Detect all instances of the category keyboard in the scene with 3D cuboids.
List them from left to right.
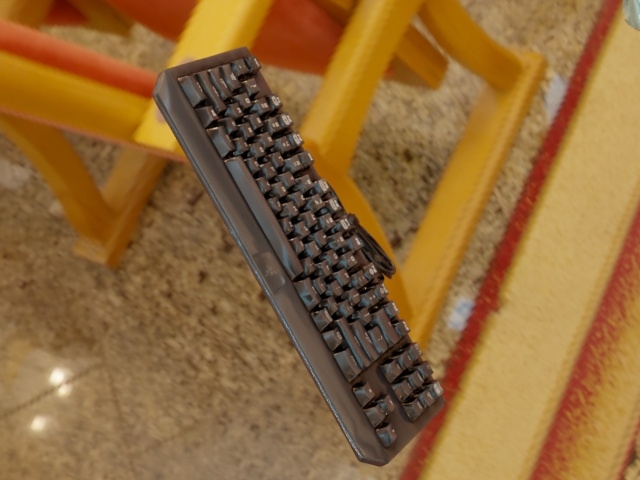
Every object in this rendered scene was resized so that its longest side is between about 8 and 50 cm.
[{"bbox_3d":[0.000,0.000,0.603,0.023,0.108,0.180,-28,91,25],"label":"keyboard"}]

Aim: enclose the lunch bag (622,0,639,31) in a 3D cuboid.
[{"bbox_3d":[0.142,-0.187,0.442,0.279,0.108,0.224,42,96,-11],"label":"lunch bag"}]
